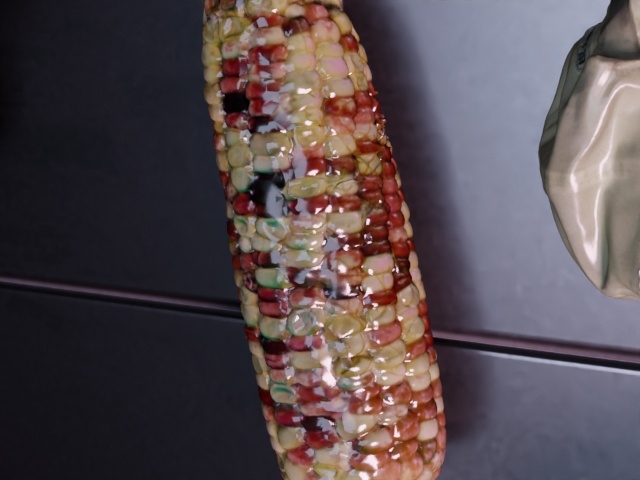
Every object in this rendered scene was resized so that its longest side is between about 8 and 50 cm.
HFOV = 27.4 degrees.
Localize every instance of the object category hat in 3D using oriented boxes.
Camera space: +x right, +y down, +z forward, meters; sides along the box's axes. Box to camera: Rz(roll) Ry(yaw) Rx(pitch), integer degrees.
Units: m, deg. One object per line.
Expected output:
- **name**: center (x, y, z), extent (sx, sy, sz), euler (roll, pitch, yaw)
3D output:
- **hat**: center (0.155, -0.022, 0.524), extent (0.166, 0.081, 0.122), euler (37, 79, -4)

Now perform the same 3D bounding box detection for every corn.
- **corn**: center (0.000, 0.000, 0.592), extent (0.086, 0.086, 0.253), euler (-8, 99, 28)
